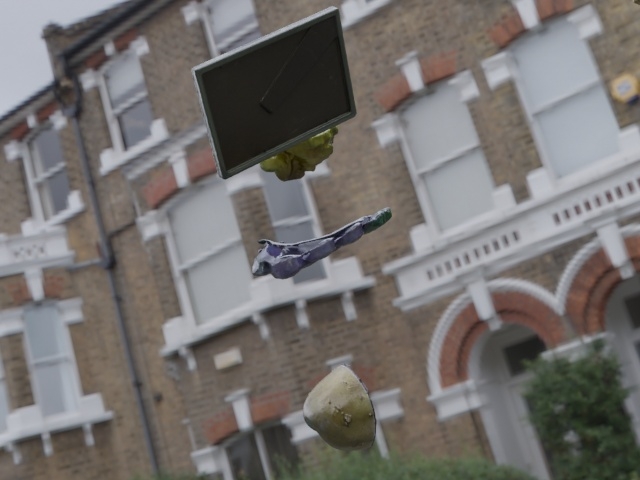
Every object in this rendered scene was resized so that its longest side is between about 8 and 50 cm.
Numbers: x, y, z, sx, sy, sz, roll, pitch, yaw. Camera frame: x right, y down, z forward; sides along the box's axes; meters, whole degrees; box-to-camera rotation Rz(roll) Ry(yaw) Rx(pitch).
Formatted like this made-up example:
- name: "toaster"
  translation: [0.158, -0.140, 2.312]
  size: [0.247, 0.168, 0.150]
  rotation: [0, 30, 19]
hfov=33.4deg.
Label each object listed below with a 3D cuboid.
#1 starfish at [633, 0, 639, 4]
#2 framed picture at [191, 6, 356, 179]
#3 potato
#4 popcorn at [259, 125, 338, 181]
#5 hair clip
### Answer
- name: "starfish"
  translation: [0.691, -0.364, 1.654]
  size: [0.301, 0.294, 0.084]
  rotation: [-41, -11, 28]
- name: "framed picture"
  translation: [-0.051, -0.178, 1.287]
  size: [0.203, 0.015, 0.150]
  rotation: [-29, -52, -22]
- name: "potato"
  translation: [0.024, 0.369, 2.288]
  size: [0.117, 0.202, 0.182]
  rotation: [-17, -55, -24]
- name: "popcorn"
  translation: [-0.060, -0.210, 2.061]
  size: [0.155, 0.198, 0.197]
  rotation: [-42, -26, 23]
- name: "hair clip"
  translation: [0.000, -0.002, 1.277]
  size: [0.195, 0.052, 0.124]
  rotation: [-23, 3, -28]
